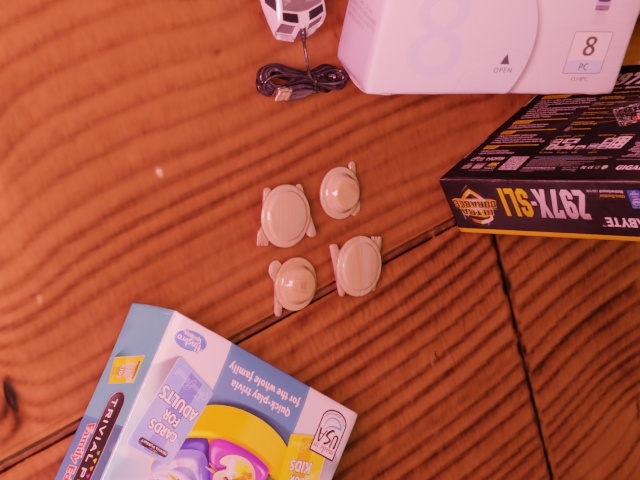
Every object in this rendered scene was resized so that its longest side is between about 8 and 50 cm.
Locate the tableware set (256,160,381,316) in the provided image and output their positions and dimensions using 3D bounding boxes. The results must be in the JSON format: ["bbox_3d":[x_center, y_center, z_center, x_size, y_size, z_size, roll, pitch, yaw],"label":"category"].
[{"bbox_3d":[0.000,0.000,1.416,0.168,0.020,0.141,-17,106,-39],"label":"tableware set"}]

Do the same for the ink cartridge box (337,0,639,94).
[{"bbox_3d":[0.204,-0.330,1.367,0.308,0.091,0.385,-3,125,-25],"label":"ink cartridge box"}]

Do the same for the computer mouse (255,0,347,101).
[{"bbox_3d":[-0.028,-0.236,1.362,0.106,0.042,0.193,-17,110,-33],"label":"computer mouse"}]

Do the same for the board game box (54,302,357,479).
[{"bbox_3d":[-0.130,0.265,1.290,0.253,0.079,0.336,33,72,-36],"label":"board game box"}]

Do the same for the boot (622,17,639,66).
[{"bbox_3d":[0.487,-0.227,1.678,0.295,0.211,0.104,-8,98,-39],"label":"boot"}]

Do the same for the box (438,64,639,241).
[{"bbox_3d":[0.324,-0.101,1.481,0.257,0.322,0.079,-38,115,-32],"label":"box"}]
